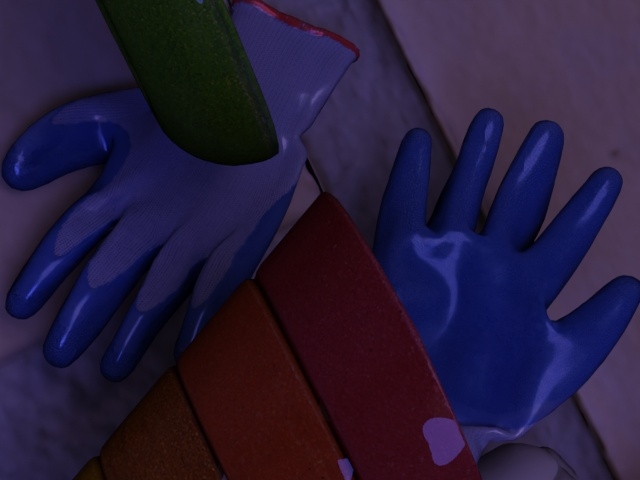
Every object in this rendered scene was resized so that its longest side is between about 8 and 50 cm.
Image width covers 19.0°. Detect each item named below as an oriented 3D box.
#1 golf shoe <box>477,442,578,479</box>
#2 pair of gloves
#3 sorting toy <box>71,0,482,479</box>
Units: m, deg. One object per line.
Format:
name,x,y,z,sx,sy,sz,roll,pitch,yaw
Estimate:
golf shoe,0.002,0.094,0.592,0.176,0.069,0.086,-29,84,-30
pair of gloves,0.000,0.000,0.606,0.198,0.023,0.159,28,58,5
sorting toy,-0.080,-0.036,0.545,0.126,0.127,0.365,-27,71,-4
